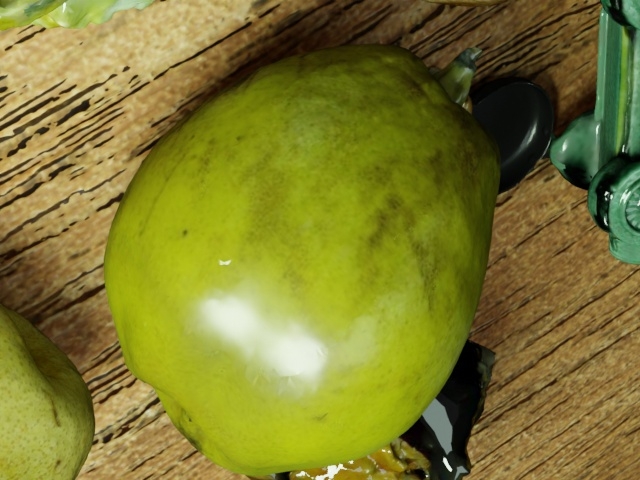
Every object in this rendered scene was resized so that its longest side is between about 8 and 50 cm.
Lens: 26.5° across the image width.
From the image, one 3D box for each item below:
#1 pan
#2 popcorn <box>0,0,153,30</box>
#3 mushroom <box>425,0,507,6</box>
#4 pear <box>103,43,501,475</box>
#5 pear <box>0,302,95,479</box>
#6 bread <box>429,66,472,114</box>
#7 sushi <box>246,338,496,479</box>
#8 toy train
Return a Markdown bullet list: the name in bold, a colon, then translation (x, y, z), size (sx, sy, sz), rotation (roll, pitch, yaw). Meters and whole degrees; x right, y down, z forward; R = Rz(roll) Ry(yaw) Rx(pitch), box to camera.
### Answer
- **pan**: translation (0.204, -0.090, 1.262), size (0.212, 0.040, 0.115), rotation (9, 114, -32)
- **popcorn**: translation (-0.161, -0.208, 0.837), size (0.198, 0.212, 0.198), rotation (2, 123, 4)
- **mushroom**: translation (0.118, -0.282, 0.971), size (0.138, 0.194, 0.231), rotation (-46, 157, -53)
- **pear**: translation (0.000, 0.000, 1.028), size (0.375, 0.287, 0.287), rotation (-51, 134, 1)
- **pear**: translation (-0.285, 0.142, 0.993), size (0.211, 0.188, 0.228), rotation (-43, 136, -5)
- **bread**: translation (0.088, -0.101, 1.158), size (0.076, 0.070, 0.083), rotation (-1, 123, -32)
- **sushi**: translation (0.044, 0.167, 1.247), size (0.213, 0.204, 0.200), rotation (44, 62, -80)
- **toy train**: translation (0.326, -0.155, 1.170), size (0.237, 0.150, 0.369), rotation (-11, 120, -13)
